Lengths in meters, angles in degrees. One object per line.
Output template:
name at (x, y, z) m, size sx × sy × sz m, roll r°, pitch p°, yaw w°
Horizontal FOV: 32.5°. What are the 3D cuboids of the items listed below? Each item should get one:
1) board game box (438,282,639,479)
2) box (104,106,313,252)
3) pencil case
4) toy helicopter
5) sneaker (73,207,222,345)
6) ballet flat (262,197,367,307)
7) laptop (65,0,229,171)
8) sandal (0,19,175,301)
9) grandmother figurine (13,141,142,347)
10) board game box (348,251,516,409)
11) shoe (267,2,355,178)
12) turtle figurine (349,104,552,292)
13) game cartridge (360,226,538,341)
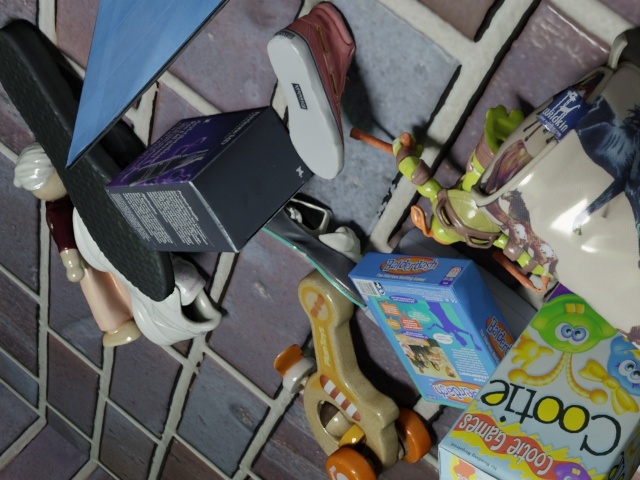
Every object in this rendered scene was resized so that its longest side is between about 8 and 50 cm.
board game box at (0.248, 0.169, 1.073) m, size 0.142 × 0.275 × 0.144 m, roll 26°, pitch 147°, yaw 27°
box at (-0.139, -0.072, 1.350) m, size 0.207 × 0.153 × 0.108 m, roll -2°, pitch 128°, yaw 50°
pencil case at (0.329, 0.027, 0.904) m, size 0.410 × 0.160 × 0.183 m, roll 41°, pitch 121°, yaw 2°
toy helicopter at (0.017, 0.185, 1.563) m, size 0.235 × 0.140 × 0.355 m, roll 26°, pitch 137°, yaw 43°
sneaker at (-0.261, 0.033, 1.707) m, size 0.152 × 0.114 × 0.305 m, roll -9°, pitch 127°, yaw 36°
ballet flat at (0.000, 0.000, 1.354) m, size 0.203 × 0.074 × 0.074 m, roll 38°, pitch 152°, yaw 28°
laptop at (-0.195, -0.344, 0.900) m, size 0.408 × 0.236 × 0.382 m, roll 49°, pitch 139°, yaw -7°
sandal at (-0.309, -0.121, 1.562) m, size 0.445 × 0.107 × 0.167 m, roll 60°, pitch 150°, yaw -5°
grandmother figurine at (-0.387, -0.004, 1.764) m, size 0.342 × 0.104 × 0.208 m, roll 67°, pitch 170°, yaw -22°
board game box at (0.143, 0.108, 1.245) m, size 0.160 × 0.047 × 0.210 m, roll 5°, pitch 134°, yaw 48°
shoe at (0.006, -0.154, 1.137) m, size 0.063 × 0.081 × 0.178 m, roll 16°, pitch 138°, yaw 38°
turtle figurine at (0.149, -0.049, 1.098) m, size 0.269 × 0.087 × 0.217 m, roll 42°, pitch 151°, yaw 1°
game cartridge at (0.187, 0.118, 1.309) m, size 0.294 × 0.060 × 0.196 m, roll 40°, pitch 147°, yaw 4°
